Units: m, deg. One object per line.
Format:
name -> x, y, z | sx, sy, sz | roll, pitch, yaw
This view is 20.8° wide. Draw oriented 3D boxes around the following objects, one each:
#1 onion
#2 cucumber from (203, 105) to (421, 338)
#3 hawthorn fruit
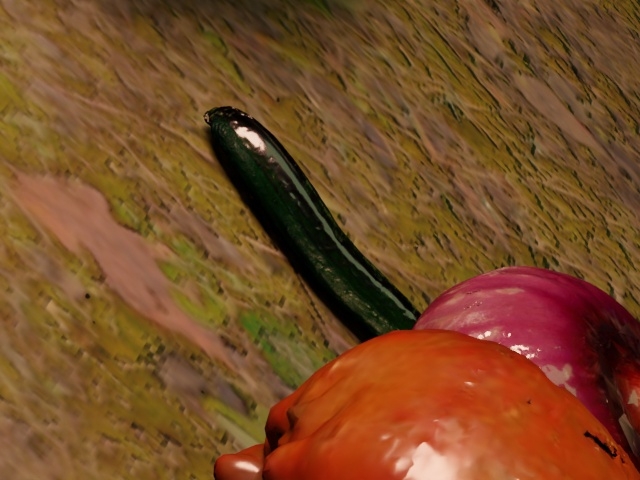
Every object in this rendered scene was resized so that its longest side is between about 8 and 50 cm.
onion -> 0.113, 0.096, 0.869 | 0.177, 0.153, 0.177 | 20, 40, -18
cucumber -> 0.000, 0.000, 0.928 | 0.184, 0.033, 0.036 | 51, 54, -3
hawthorn fruit -> 0.060, 0.183, 0.685 | 0.299, 0.211, 0.211 | 57, 31, -14
